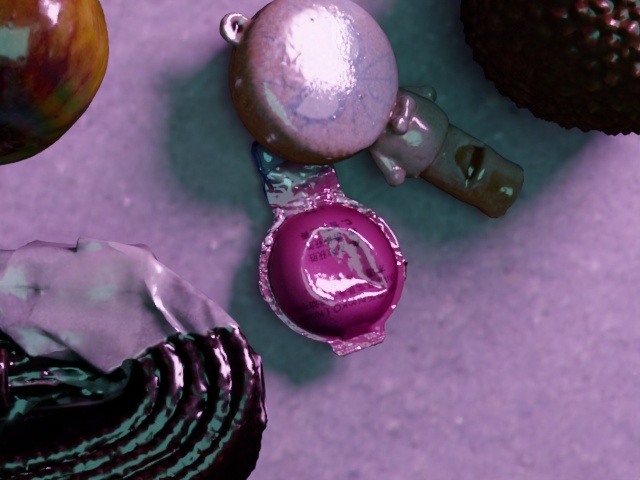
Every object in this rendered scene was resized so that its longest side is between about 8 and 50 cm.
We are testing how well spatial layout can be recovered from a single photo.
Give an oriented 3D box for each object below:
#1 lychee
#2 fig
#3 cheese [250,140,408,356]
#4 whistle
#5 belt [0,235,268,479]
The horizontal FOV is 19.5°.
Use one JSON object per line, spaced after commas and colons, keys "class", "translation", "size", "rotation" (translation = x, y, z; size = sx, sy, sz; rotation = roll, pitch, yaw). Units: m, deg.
{"class": "lychee", "translation": [0.177, -0.152, 1.128], "size": [0.194, 0.194, 0.194], "rotation": [0, 90, -14]}
{"class": "fig", "translation": [-0.194, -0.165, 1.069], "size": [0.149, 0.149, 0.245], "rotation": [1, 68, -14]}
{"class": "cheese", "translation": [0.000, 0.000, 1.152], "size": [0.095, 0.038, 0.145], "rotation": [-18, 85, -17]}
{"class": "whistle", "translation": [0.030, -0.080, 1.151], "size": [0.220, 0.057, 0.107], "rotation": [28, 68, -18]}
{"class": "belt", "translation": [-0.175, 0.097, 1.048], "size": [0.289, 0.164, 0.184], "rotation": [-6, 74, -2]}
